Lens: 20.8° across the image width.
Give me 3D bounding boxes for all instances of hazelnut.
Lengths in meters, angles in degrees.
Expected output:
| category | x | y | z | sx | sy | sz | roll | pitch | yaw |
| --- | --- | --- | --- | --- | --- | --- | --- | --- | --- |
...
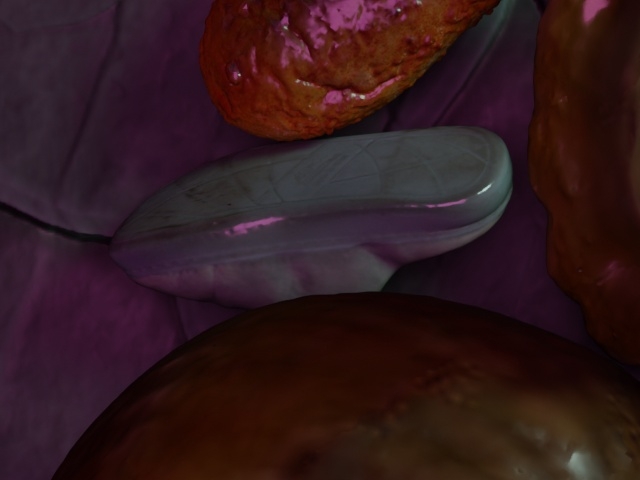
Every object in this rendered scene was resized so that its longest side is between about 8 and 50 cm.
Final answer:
| category | x | y | z | sx | sy | sz | roll | pitch | yaw |
| --- | --- | --- | --- | --- | --- | --- | --- | --- | --- |
| hazelnut | 0.003 | 0.221 | 0.889 | 0.421 | 0.353 | 0.421 | -24 | 55 | 39 |

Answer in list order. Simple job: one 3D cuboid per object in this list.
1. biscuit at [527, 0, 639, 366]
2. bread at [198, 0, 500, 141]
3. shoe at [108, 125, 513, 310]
| category | x | y | z | sx | sy | sz | roll | pitch | yaw |
| --- | --- | --- | --- | --- | --- | --- | --- | --- | --- |
| biscuit | 0.279 | -0.061 | 0.947 | 0.335 | 0.078 | 0.329 | -7 | 106 | 9 |
| bread | 0.042 | -0.159 | 1.022 | 0.269 | 0.095 | 0.139 | -31 | 70 | 20 |
| shoe | 0.000 | 0.000 | 1.034 | 0.251 | 0.103 | 0.100 | -10 | 121 | 21 |
